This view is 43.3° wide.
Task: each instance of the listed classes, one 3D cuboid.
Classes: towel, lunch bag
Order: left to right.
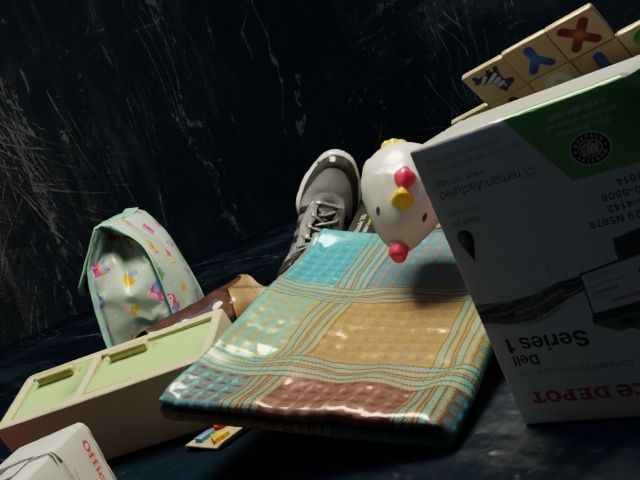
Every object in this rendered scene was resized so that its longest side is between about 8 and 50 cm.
[{"bbox_3d":[-0.320,0.074,1.445,0.160,0.262,0.223,-21,7,7],"label":"lunch bag"},{"bbox_3d":[0.048,0.068,0.788,0.271,0.040,0.370,-2,22,25],"label":"towel"}]

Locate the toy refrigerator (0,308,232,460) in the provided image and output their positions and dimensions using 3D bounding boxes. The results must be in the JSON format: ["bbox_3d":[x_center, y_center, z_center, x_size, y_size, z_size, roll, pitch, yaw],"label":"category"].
[{"bbox_3d":[-0.221,0.174,0.922,0.269,0.094,0.102,-20,24,14],"label":"toy refrigerator"}]

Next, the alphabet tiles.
[{"bbox_3d":[0.348,-0.149,1.025,0.285,0.342,0.011,-26,45,36],"label":"alphabet tiles"}]

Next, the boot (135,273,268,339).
[{"bbox_3d":[-0.190,0.120,1.258,0.207,0.090,0.248,-17,-2,-19],"label":"boot"}]

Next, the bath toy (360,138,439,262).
[{"bbox_3d":[0.205,-0.031,0.764,0.348,0.151,0.129,4,54,14],"label":"bath toy"}]

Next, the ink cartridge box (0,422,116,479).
[{"bbox_3d":[-0.195,0.211,0.566,0.063,0.109,0.150,-24,6,8],"label":"ink cartridge box"}]

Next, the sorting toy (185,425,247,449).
[{"bbox_3d":[-0.094,0.191,0.835,0.062,0.012,0.083,-16,9,44],"label":"sorting toy"}]

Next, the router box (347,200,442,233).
[{"bbox_3d":[0.187,-0.059,1.234,0.243,0.081,0.309,-13,26,26],"label":"router box"}]

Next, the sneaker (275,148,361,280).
[{"bbox_3d":[0.000,0.000,1.220,0.101,0.268,0.153,16,13,-5],"label":"sneaker"}]

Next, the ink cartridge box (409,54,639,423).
[{"bbox_3d":[0.182,0.006,0.542,0.160,0.219,0.092,-17,11,42],"label":"ink cartridge box"}]
